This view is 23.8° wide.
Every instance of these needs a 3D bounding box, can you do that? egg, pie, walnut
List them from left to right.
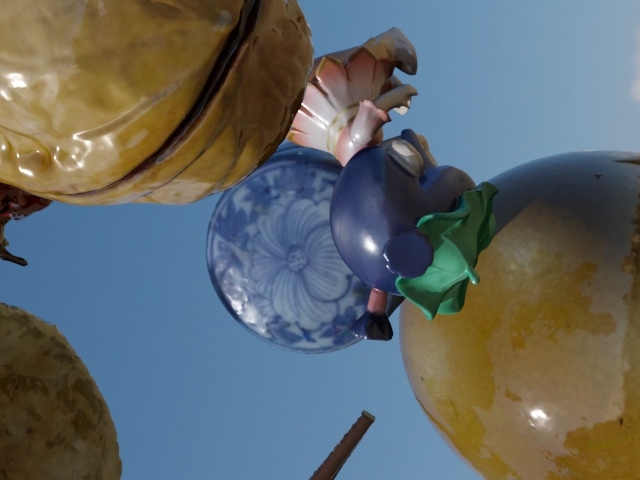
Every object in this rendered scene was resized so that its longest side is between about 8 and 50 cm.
[{"bbox_3d":[-0.308,0.183,1.148,0.077,0.339,0.339,5,96,63],"label":"pie"},{"bbox_3d":[-0.083,-0.080,0.595,0.144,0.180,0.144,-5,-84,-48],"label":"walnut"},{"bbox_3d":[0.210,0.073,1.145,0.282,0.351,0.282,-2,-87,-34],"label":"egg"}]

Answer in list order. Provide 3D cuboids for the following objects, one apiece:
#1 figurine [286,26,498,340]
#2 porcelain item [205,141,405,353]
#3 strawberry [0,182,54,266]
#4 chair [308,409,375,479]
[{"bbox_3d":[0.040,-0.035,0.947,0.111,0.102,0.195,94,154,-51],"label":"figurine"},{"bbox_3d":[0.000,0.000,1.083,0.114,0.147,0.147,-40,-47,-69],"label":"porcelain item"},{"bbox_3d":[-0.308,-0.116,1.184,0.343,0.292,0.292,41,-127,-36],"label":"strawberry"},{"bbox_3d":[0.001,0.350,1.384,0.326,0.175,0.183,-49,7,11],"label":"chair"}]
